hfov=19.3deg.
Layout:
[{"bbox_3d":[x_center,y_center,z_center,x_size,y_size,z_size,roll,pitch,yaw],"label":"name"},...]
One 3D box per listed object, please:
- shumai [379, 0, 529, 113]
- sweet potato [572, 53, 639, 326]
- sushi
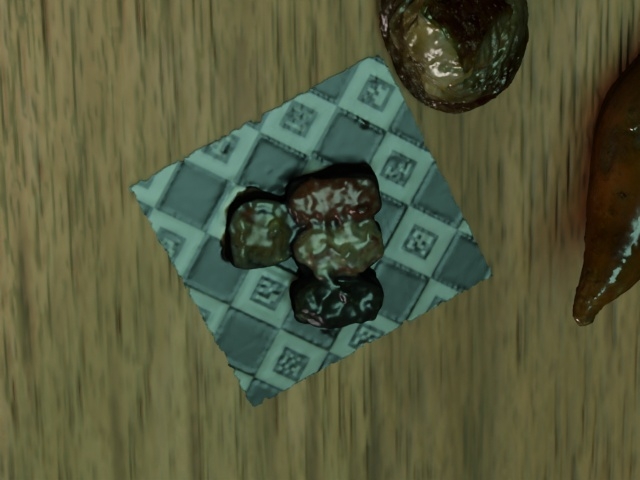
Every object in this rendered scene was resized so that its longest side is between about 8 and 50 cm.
[{"bbox_3d":[0.113,-0.162,1.473,0.123,0.105,0.139,-12,133,-11],"label":"shumai"},{"bbox_3d":[0.278,-0.094,1.511,0.112,0.112,0.359,26,82,-17],"label":"sweet potato"},{"bbox_3d":[0.000,0.000,1.513,0.231,0.047,0.219,-29,109,-2],"label":"sushi"}]
